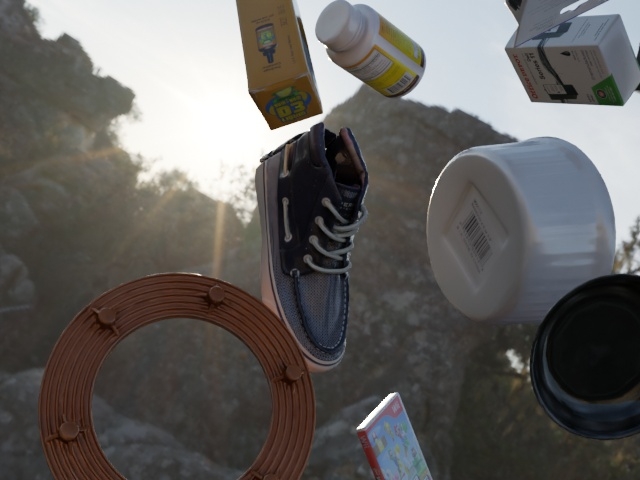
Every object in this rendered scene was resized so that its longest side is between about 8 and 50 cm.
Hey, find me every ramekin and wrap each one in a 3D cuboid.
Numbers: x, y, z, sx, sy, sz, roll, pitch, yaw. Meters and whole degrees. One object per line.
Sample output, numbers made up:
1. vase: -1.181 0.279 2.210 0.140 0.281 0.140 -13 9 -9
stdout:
1. ramekin: 0.269 -0.009 1.094 0.135 0.277 0.277 -4 8 -23

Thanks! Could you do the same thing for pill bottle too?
1. pill bottle: 0.090 -0.350 1.393 0.117 0.117 0.215 24 1 44

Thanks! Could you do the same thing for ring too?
1. ring: -0.159 0.193 0.914 0.336 0.337 0.032 30 -31 -7

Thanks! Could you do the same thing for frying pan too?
1. frying pan: 0.386 0.100 0.873 0.197 0.326 0.053 61 0 -12

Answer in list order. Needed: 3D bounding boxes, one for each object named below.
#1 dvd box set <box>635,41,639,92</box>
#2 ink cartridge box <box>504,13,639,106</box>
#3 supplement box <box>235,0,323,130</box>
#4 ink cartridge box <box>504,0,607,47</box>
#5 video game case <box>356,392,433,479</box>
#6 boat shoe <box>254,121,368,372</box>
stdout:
1. dvd box set: 0.944 -0.475 1.903 0.420 0.308 0.062 6 10 -36
2. ink cartridge box: 0.473 -0.337 1.445 0.208 0.087 0.153 15 -28 51
3. supplement box: -0.057 -0.253 0.987 0.080 0.078 0.234 65 11 -50
4. ink cartridge box: 0.342 -0.371 0.997 0.045 0.206 0.208 58 -12 24
5. video game case: 0.173 0.487 1.608 0.204 0.025 0.285 -23 91 -63
6. boat shoe: 0.000 0.000 1.057 0.127 0.341 0.158 2 -23 -38
